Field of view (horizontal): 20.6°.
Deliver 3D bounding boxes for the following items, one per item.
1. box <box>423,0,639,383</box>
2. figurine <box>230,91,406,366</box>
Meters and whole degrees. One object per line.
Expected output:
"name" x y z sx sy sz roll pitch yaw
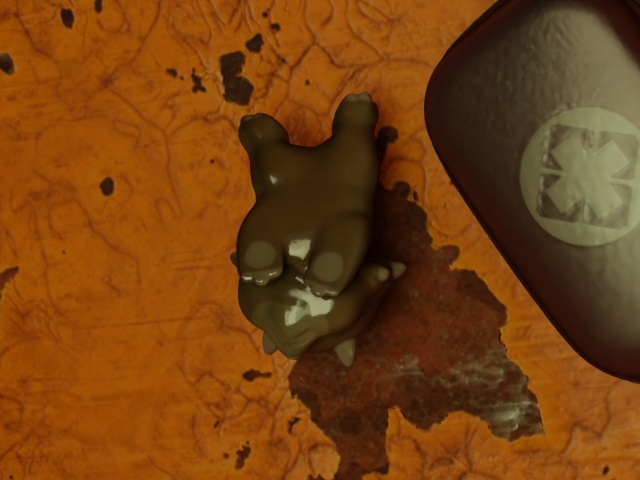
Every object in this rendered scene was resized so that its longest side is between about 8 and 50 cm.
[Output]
"box" 0.275 -0.062 1.693 0.263 0.108 0.404 -40 77 22
"figurine" -0.004 0.004 1.808 0.177 0.173 0.247 -11 63 6
